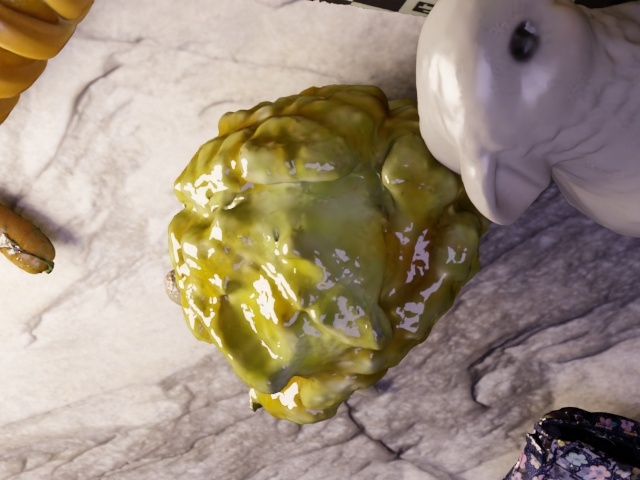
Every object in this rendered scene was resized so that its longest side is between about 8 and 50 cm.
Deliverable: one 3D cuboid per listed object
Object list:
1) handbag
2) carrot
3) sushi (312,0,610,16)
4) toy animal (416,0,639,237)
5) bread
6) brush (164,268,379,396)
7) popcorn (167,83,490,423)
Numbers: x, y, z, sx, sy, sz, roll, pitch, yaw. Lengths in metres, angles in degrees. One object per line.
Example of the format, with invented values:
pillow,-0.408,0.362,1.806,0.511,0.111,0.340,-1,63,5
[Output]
handbag,0.316,0.294,1.452,0.229,0.127,0.207,21,123,-11
carrot,-0.379,-0.047,1.295,0.254,0.049,0.049,40,123,-20
sushi,0.109,-0.243,1.040,0.280,0.043,0.192,7,165,3
toy animal,0.213,-0.106,1.018,0.357,0.194,0.258,8,138,-35
bread,-0.330,-0.190,1.116,0.173,0.121,0.311,34,124,-20
brush,-0.048,0.107,1.398,0.299,0.042,0.039,29,126,-22
popcorn,-0.007,0.004,1.147,0.335,0.274,0.279,-31,118,28
